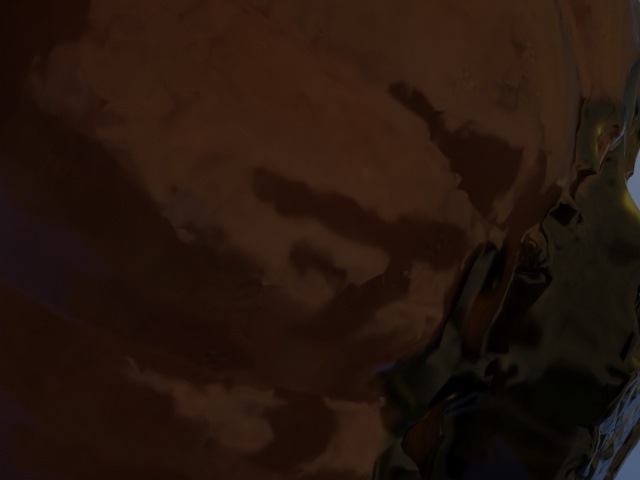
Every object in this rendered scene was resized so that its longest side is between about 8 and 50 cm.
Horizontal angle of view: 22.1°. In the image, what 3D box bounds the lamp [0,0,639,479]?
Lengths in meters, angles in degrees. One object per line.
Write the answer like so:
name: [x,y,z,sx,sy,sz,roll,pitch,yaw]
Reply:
lamp: [0.000,0.000,0.530,0.239,0.305,0.305,27,-166,18]
